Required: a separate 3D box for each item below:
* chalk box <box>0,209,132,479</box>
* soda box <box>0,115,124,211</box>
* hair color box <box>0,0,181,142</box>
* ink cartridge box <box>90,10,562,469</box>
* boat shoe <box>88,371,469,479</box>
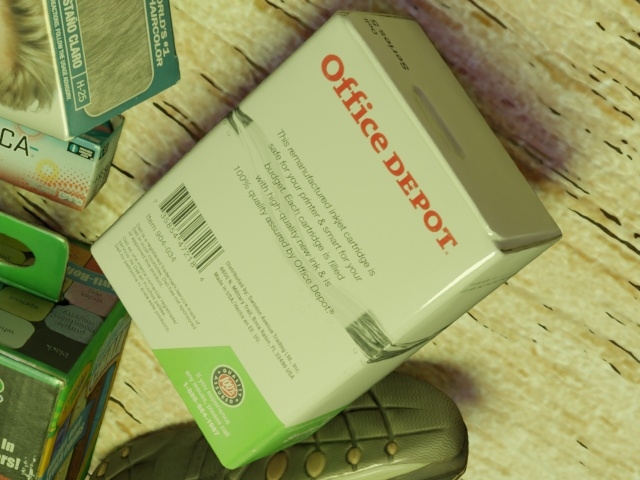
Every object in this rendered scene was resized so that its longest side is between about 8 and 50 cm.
[{"bbox_3d":[-0.259,0.092,1.228,0.180,0.179,0.289,22,119,3],"label":"chalk box"},{"bbox_3d":[-0.246,-0.090,1.197,0.183,0.058,0.063,22,120,2],"label":"soda box"},{"bbox_3d":[-0.256,-0.200,1.029,0.347,0.105,0.174,20,129,35],"label":"hair color box"},{"bbox_3d":[0.000,0.000,1.109,0.273,0.115,0.198,-40,75,28],"label":"ink cartridge box"},{"bbox_3d":[-0.030,0.203,1.270,0.355,0.132,0.130,-17,123,29],"label":"boat shoe"}]
